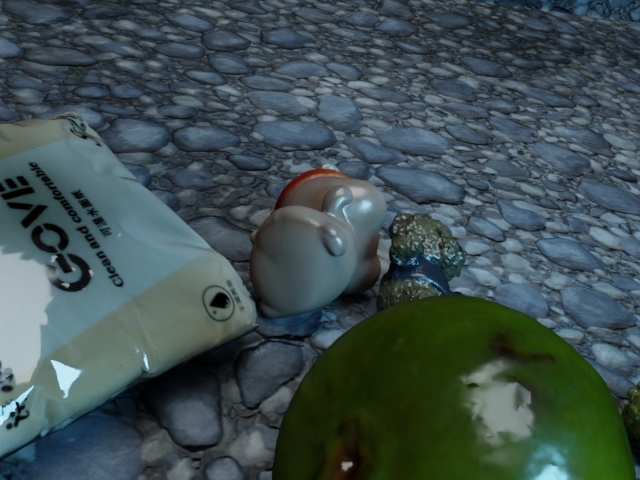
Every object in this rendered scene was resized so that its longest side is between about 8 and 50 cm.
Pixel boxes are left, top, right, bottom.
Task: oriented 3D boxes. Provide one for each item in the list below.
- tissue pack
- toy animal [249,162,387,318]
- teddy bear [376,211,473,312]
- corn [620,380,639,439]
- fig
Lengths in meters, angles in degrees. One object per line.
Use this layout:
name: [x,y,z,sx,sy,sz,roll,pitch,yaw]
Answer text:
tissue pack: [-0.304,0.034,0.878,0.375,0.195,0.390,44,42,20]
toy animal: [0.000,0.000,1.061,0.171,0.171,0.198,21,31,11]
teddy bear: [0.130,0.068,1.033,0.129,0.182,0.251,-19,40,7]
corn: [0.472,0.253,0.873,0.131,0.131,0.344,-14,42,-36]
fig: [0.127,0.197,0.705,0.316,0.316,0.316,10,33,-6]
